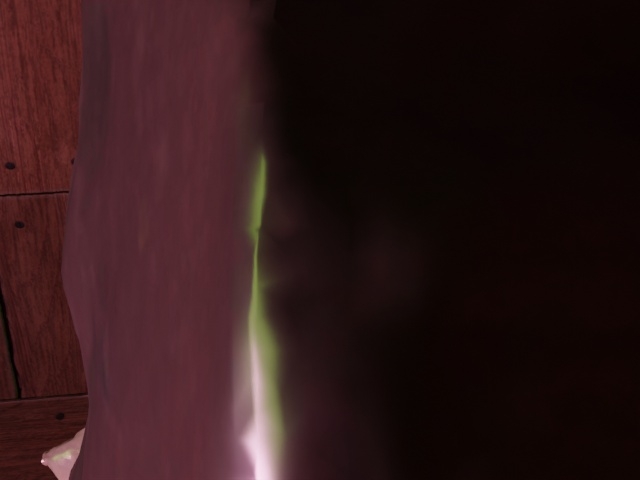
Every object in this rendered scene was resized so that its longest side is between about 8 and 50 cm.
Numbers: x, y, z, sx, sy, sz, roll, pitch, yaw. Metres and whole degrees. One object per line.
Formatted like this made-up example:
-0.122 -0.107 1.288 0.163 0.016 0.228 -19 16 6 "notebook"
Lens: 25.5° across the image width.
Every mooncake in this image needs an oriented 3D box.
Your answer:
0.015 0.041 0.533 0.350 0.212 0.381 -118 34 -64 "mooncake"

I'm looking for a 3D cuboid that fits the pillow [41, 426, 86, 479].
-0.026 0.113 0.772 0.067 0.270 0.173 37 -160 -53 "pillow"
